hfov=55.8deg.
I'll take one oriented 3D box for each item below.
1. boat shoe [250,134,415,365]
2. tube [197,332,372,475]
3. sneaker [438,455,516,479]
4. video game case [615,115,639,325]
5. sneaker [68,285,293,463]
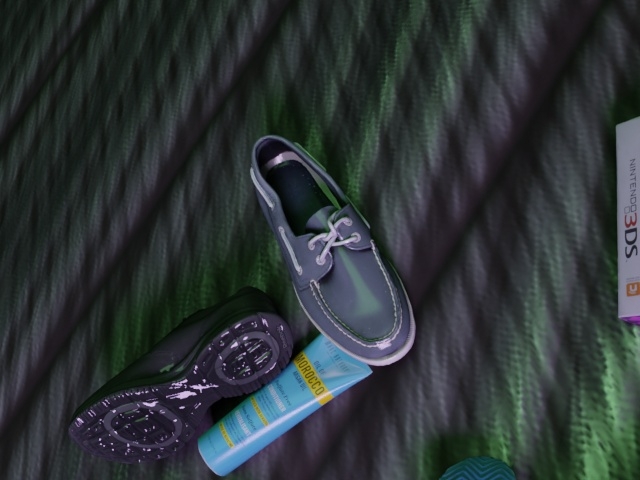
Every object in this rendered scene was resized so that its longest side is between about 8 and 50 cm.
[{"bbox_3d":[0.000,0.000,0.702,0.116,0.099,0.319,-30,58,0],"label":"boat shoe"},{"bbox_3d":[-0.043,0.183,0.688,0.207,0.052,0.080,-39,59,1],"label":"tube"},{"bbox_3d":[0.133,0.304,0.524,0.088,0.092,0.228,-4,48,28],"label":"sneaker"},{"bbox_3d":[0.367,-0.042,0.510,0.232,0.042,0.210,-19,57,54],"label":"video game case"},{"bbox_3d":[-0.164,0.156,0.719,0.286,0.109,0.130,-30,26,1],"label":"sneaker"}]
